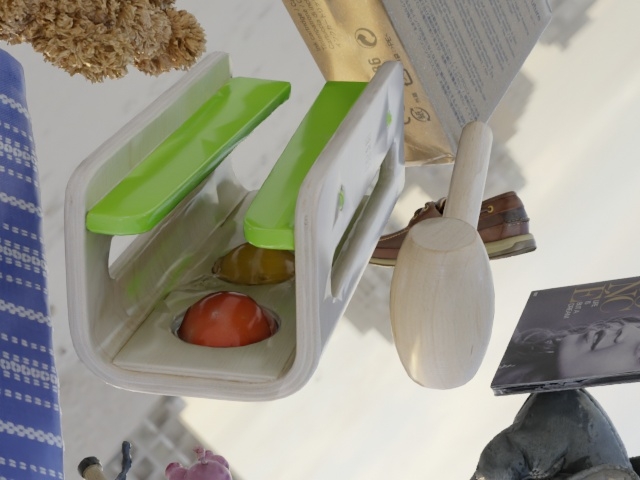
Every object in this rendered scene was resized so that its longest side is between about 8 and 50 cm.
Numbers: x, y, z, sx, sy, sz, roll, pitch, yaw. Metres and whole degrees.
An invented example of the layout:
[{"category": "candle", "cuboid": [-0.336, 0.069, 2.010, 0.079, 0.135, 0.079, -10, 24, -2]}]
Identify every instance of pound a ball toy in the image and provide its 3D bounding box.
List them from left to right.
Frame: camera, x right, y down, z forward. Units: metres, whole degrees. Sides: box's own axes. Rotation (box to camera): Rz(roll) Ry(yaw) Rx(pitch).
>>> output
[{"category": "pound a ball toy", "cuboid": [0.000, 0.000, 0.772, 0.319, 0.208, 0.136, -62, 154, -66]}]

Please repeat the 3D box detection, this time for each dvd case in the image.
[{"category": "dvd case", "cuboid": [0.285, 0.084, 1.359, 0.221, 0.018, 0.164, -9, -152, 30]}]

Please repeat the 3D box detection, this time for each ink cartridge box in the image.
[{"category": "ink cartridge box", "cuboid": [0.063, -0.201, 1.044, 0.088, 0.235, 0.193, -4, -142, 38]}]

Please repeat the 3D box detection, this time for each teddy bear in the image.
[{"category": "teddy bear", "cuboid": [-0.266, -0.268, 1.515, 0.113, 0.338, 0.245, -39, -136, 43]}]

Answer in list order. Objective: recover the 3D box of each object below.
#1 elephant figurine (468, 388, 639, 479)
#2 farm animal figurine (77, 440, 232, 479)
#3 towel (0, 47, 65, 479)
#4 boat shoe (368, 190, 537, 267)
[{"category": "elephant figurine", "cuboid": [0.273, 0.261, 1.365, 0.169, 0.239, 0.186, -37, 152, -33]}, {"category": "farm animal figurine", "cuboid": [-0.100, 0.353, 1.186, 0.172, 0.330, 0.327, 36, -79, 52]}, {"category": "towel", "cuboid": [-0.240, -0.003, 0.727, 0.040, 0.336, 0.243, -32, 144, 30]}, {"category": "boat shoe", "cuboid": [0.113, -0.009, 1.278, 0.178, 0.060, 0.064, -8, -178, 41]}]
